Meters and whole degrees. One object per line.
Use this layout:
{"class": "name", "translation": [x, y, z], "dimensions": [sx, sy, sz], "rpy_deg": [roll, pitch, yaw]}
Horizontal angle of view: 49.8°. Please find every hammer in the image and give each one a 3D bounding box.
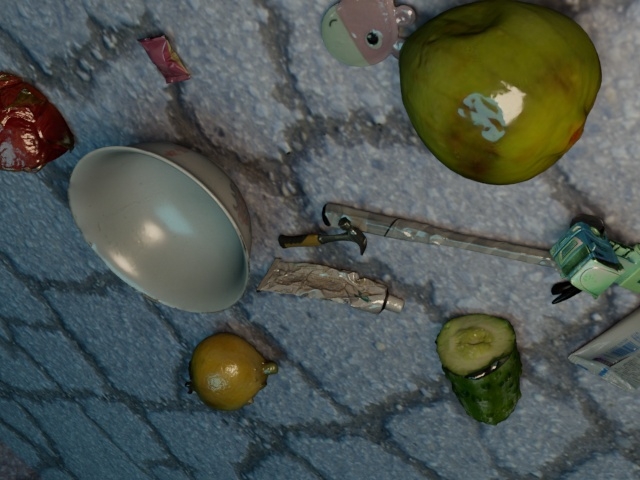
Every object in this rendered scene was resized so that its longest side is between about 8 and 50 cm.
{"class": "hammer", "translation": [0.000, 0.000, 1.148], "dimensions": [0.201, 0.021, 0.078], "rpy_deg": [-6, 139, 49]}
{"class": "hammer", "translation": [0.198, -0.010, 1.042], "dimensions": [0.427, 0.044, 0.152], "rpy_deg": [14, 135, 20]}

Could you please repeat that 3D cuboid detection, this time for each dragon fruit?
{"class": "dragon fruit", "translation": [-0.540, -0.211, 1.232], "dimensions": [0.127, 0.120, 0.161], "rpy_deg": [4, 126, 20]}

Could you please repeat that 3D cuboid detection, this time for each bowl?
{"class": "bowl", "translation": [-0.238, -0.050, 1.170], "dimensions": [0.346, 0.157, 0.345], "rpy_deg": [16, 135, 16]}

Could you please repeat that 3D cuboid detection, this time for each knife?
{"class": "knife", "translation": [0.041, -0.382, 0.794], "dimensions": [0.132, 0.038, 0.398], "rpy_deg": [9, 132, 20]}

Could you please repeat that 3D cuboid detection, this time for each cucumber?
{"class": "cucumber", "translation": [0.280, 0.240, 1.170], "dimensions": [0.134, 0.134, 0.244], "rpy_deg": [3, 139, 28]}

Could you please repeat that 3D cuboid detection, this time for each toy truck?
{"class": "toy truck", "translation": [0.392, 0.042, 0.904], "dimensions": [0.175, 0.081, 0.067], "rpy_deg": [18, 129, -21]}

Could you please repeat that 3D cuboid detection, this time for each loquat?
{"class": "loquat", "translation": [-0.186, 0.276, 1.448], "dimensions": [0.205, 0.149, 0.172], "rpy_deg": [-3, 127, 14]}

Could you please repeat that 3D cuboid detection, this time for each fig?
{"class": "fig", "translation": [0.188, -0.171, 0.780], "dimensions": [0.230, 0.207, 0.207], "rpy_deg": [25, 137, 7]}

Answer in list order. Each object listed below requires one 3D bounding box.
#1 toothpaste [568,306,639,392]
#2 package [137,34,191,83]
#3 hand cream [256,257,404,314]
{"class": "toothpaste", "translation": [0.480, 0.135, 0.995], "dimensions": [0.114, 0.073, 0.299], "rpy_deg": [27, 145, 6]}
{"class": "package", "translation": [-0.238, -0.278, 1.058], "dimensions": [0.059, 0.029, 0.083], "rpy_deg": [2, 138, 33]}
{"class": "hand cream", "translation": [0.020, 0.084, 1.205], "dimensions": [0.257, 0.084, 0.050], "rpy_deg": [14, 142, 14]}
